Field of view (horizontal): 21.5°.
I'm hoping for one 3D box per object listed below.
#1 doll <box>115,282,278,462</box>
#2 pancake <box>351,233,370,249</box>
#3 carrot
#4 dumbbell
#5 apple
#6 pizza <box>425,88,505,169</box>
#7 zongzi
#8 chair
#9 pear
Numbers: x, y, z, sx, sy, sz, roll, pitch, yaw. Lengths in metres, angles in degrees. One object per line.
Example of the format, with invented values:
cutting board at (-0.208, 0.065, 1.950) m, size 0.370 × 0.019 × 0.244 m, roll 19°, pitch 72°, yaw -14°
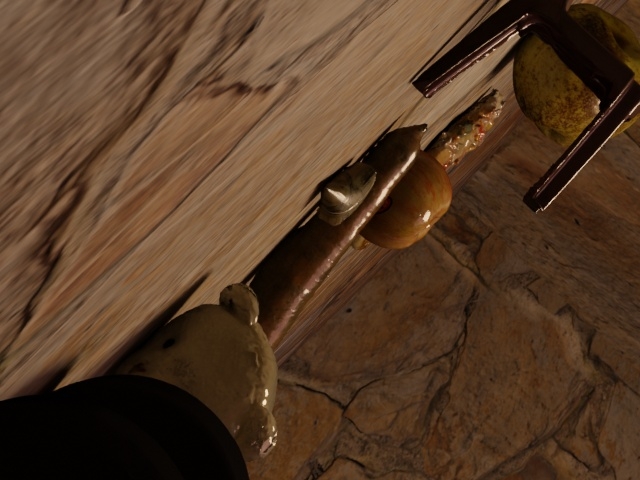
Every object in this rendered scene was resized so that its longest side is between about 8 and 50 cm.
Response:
doll at (-0.154, 0.157, 1.575) m, size 0.149 × 0.175 × 0.278 m, roll 5°, pitch 152°, yaw -33°
pancake at (0.106, -0.042, 2.657) m, size 0.158 × 0.028 × 0.158 m, roll -45°, pitch 178°, yaw -2°
carrot at (0.000, 0.000, 1.838) m, size 0.342 × 0.070 × 0.070 m, roll -52°, pitch 175°, yaw 7°
dumbbell at (-0.164, 0.200, 1.161) m, size 0.204 × 0.204 × 0.322 m, roll -46°, pitch 175°, yaw 3°
apple at (0.093, -0.049, 1.973) m, size 0.126 × 0.102 × 0.126 m, roll -45°, pitch 176°, yaw -4°
pizza at (0.213, -0.154, 2.516) m, size 0.195 × 0.052 × 0.185 m, roll -45°, pitch 179°, yaw -20°
zongzi at (0.027, -0.062, 1.729) m, size 0.076 × 0.040 × 0.083 m, roll -52°, pitch 160°, yaw -20°
chair at (0.266, -0.206, 1.674) m, size 0.326 × 0.183 × 0.175 m, roll -45°, pitch 176°, yaw 5°
pear at (0.357, -0.224, 2.346) m, size 0.197 × 0.197 × 0.197 m, roll -46°, pitch 176°, yaw -4°
